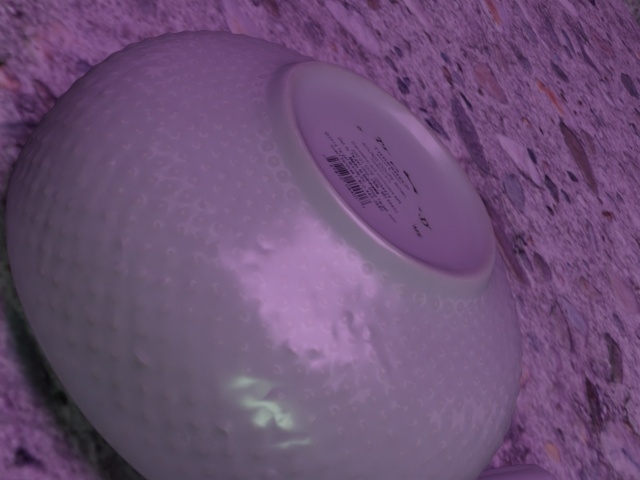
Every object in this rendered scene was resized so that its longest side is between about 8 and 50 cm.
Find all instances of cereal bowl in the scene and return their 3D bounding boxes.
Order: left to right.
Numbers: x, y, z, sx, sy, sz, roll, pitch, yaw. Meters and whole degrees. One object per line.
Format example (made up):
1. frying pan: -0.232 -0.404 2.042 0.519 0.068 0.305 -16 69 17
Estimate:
1. cereal bowl: 0.000 0.000 0.568 0.339 0.141 0.339 32 33 -25

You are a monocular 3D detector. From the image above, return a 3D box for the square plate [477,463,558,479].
1. square plate: 0.125 0.304 0.587 0.347 0.049 0.344 11 53 -47
